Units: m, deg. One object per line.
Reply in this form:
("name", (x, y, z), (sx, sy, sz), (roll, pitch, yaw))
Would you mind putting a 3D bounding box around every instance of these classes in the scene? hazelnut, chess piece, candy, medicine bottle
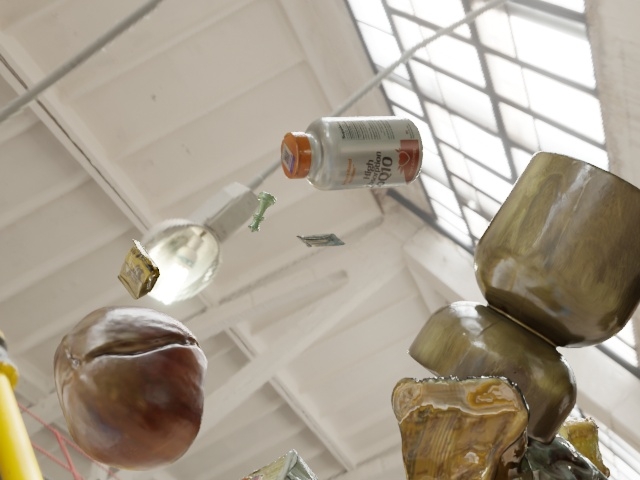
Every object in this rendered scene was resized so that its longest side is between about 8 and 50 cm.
("hazelnut", (-0.409, 0.318, 1.558), (0.315, 0.372, 0.372), (-38, -44, 12))
("chess piece", (-0.134, -0.059, 1.608), (0.042, 0.042, 0.093), (36, -110, -44))
("candy", (0.131, 0.236, 0.564), (0.101, 0.143, 0.271), (-2, -105, -42))
("medicine bottle", (0.064, -0.187, 1.550), (0.289, 0.157, 0.157), (-6, -59, -24))

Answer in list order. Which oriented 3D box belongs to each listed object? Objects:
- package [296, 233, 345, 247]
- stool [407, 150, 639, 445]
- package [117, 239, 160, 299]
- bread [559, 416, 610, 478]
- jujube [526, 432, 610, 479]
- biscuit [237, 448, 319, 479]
("package", (0.000, 0.000, 1.284), (0.037, 0.110, 0.015), (36, -111, -29))
("stool", (0.239, 0.059, 0.778), (0.179, 0.179, 0.264), (32, -89, -44))
("package", (-0.361, 0.055, 1.454), (0.047, 0.071, 0.131), (-24, -24, -43))
("bread", (0.485, 0.429, 1.441), (0.147, 0.160, 0.260), (2, -24, -15))
("jujube", (0.265, 0.350, 0.879), (0.226, 0.226, 0.317), (-45, -70, -3))
("biscuit", (-0.095, 0.463, 1.204), (0.309, 0.079, 0.186), (-33, -81, 26))
